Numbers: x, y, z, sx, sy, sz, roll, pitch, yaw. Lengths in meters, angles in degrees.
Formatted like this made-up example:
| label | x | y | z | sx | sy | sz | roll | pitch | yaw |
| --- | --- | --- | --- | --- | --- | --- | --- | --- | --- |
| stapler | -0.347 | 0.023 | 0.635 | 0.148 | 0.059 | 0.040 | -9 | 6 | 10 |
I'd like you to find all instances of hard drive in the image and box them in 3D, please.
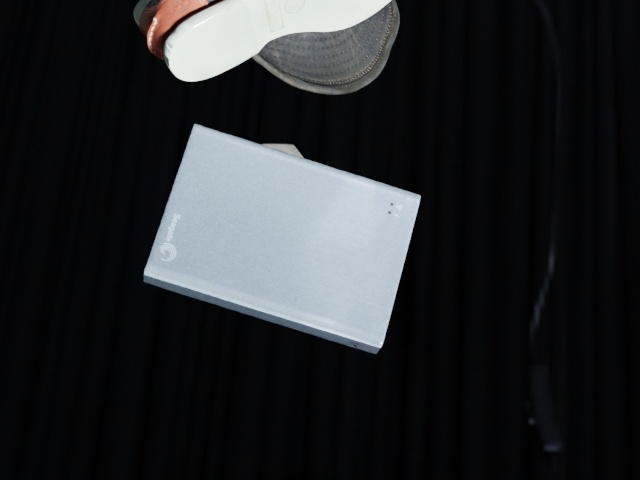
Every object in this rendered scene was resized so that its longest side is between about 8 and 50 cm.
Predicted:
| label | x | y | z | sx | sy | sz | roll | pitch | yaw |
| --- | --- | --- | --- | --- | --- | --- | --- | --- | --- |
| hard drive | -0.021 | -0.001 | 0.741 | 0.135 | 0.094 | 0.022 | 17 | 158 | -3 |

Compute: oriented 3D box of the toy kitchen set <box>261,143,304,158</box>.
| label | x | y | z | sx | sy | sz | roll | pitch | yaw |
| --- | --- | --- | --- | --- | --- | --- | --- | --- | --- |
| toy kitchen set | 0.000 | 0.000 | 1.322 | 0.207 | 0.122 | 0.166 | -3 | 143 | -48 |

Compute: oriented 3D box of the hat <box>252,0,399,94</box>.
| label | x | y | z | sx | sy | sz | roll | pitch | yaw |
| --- | --- | --- | --- | --- | --- | --- | --- | --- | --- |
| hat | -0.025 | -0.292 | 1.127 | 0.331 | 0.331 | 0.134 | 22 | 136 | -35 |

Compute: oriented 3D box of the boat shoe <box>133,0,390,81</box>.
| label | x | y | z | sx | sy | sz | roll | pitch | yaw |
| --- | --- | --- | --- | --- | --- | --- | --- | --- | --- |
| boat shoe | -0.019 | -0.117 | 0.618 | 0.137 | 0.043 | 0.049 | -26 | 140 | -16 |
